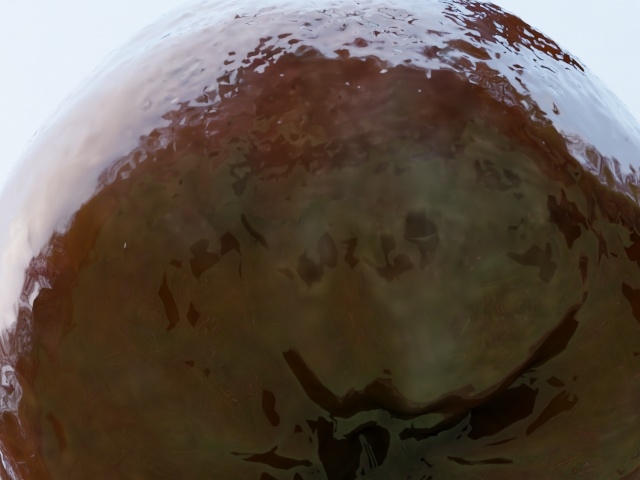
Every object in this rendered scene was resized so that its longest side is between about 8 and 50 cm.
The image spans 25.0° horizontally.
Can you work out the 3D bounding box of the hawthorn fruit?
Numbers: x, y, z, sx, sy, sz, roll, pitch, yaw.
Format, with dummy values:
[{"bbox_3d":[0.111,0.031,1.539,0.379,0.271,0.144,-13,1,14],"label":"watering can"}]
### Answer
[{"bbox_3d":[0.006,0.010,0.470,0.235,0.263,0.231,-12,-29,19],"label":"hawthorn fruit"}]
